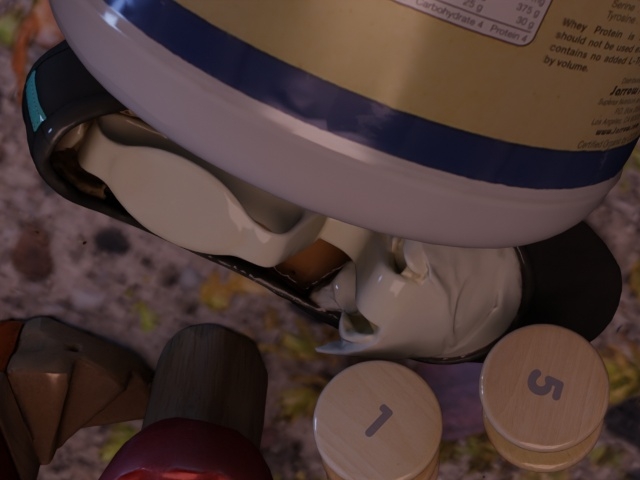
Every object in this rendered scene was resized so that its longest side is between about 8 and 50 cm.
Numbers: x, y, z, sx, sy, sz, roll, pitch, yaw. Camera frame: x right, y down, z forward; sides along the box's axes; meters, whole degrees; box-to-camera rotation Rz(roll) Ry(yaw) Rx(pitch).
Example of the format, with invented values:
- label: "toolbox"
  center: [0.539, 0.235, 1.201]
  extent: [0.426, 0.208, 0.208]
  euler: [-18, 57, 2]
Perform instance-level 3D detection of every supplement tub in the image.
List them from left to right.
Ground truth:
- label: "supplement tub"
  center: [0.058, -0.181, 0.606]
  extent: [0.228, 0.228, 0.316]
  euler: [21, 113, -7]

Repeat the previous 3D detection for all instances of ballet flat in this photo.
- label: "ballet flat"
  center: [0.000, 0.000, 0.764]
  extent: [0.280, 0.096, 0.095]
  euler: [21, 115, -7]

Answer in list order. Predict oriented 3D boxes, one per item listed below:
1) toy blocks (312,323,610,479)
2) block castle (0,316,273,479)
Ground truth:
- label: "toy blocks"
  center: [0.061, 0.086, 0.787]
  extent: [0.123, 0.148, 0.054]
  euler: [-12, 74, 0]
- label: "block castle"
  center: [-0.207, 0.230, 0.814]
  extent: [0.453, 0.213, 0.303]
  euler: [-11, 113, 8]
